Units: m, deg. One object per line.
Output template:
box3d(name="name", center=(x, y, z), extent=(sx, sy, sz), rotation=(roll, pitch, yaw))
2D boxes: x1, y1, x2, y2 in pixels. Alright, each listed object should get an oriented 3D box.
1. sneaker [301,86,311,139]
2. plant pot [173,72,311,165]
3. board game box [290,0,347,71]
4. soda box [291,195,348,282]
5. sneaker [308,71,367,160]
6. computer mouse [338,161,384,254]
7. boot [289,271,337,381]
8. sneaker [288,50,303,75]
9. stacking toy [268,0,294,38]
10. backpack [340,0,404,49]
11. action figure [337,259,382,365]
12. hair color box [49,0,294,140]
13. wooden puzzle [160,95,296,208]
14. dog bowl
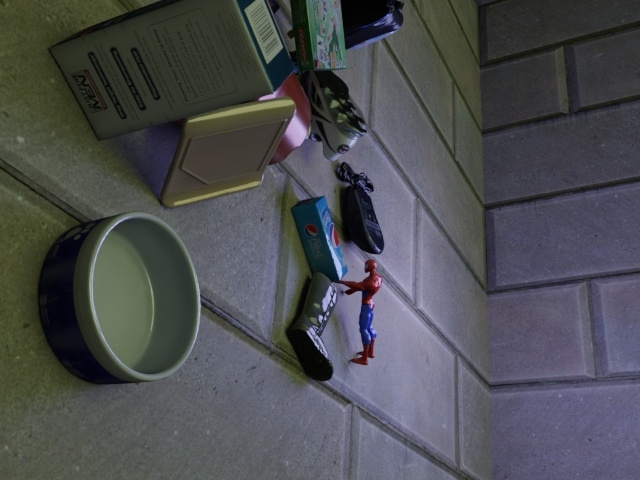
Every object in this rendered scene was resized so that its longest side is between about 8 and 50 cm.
box3d(name="sneaker", center=(-0.067, -0.323, 1.899), extent=(0.061, 0.053, 0.152), rotation=(-4, 78, -55))
box3d(name="plant pot", center=(-0.155, -0.289, 1.490), extent=(0.265, 0.272, 0.273), rotation=(43, 43, -63))
box3d(name="board game box", center=(-0.009, -0.571, 1.818), extent=(0.213, 0.046, 0.318), rotation=(-28, 113, -64))
box3d(name="soda box", center=(0.000, 0.000, 1.887), extent=(0.067, 0.071, 0.210), rotation=(-45, 121, -59))
box3d(name="sneaker", center=(0.008, -0.345, 2.006), extent=(0.122, 0.146, 0.331), rotation=(21, 36, -33))
box3d(name="computer mouse", center=(0.111, -0.075, 2.157), extent=(0.188, 0.072, 0.272), rotation=(28, 44, -56))
box3d(name="boot", center=(0.000, 0.208, 1.830), extent=(0.209, 0.076, 0.190), rotation=(-71, 145, -56))
box3d(name="sneaker", center=(-0.106, -0.440, 1.795), extent=(0.262, 0.104, 0.125), rotation=(-45, 119, -60))
box3d(name="stacking toy", center=(-0.131, -0.543, 1.757), extent=(0.167, 0.052, 0.221), rotation=(50, 29, 1))
box3d(name="backpack", center=(0.105, -0.695, 2.159), extent=(0.213, 0.276, 0.264), rotation=(11, 64, -68))
box3d(name="action figure", center=(0.089, 0.178, 2.009), extent=(0.091, 0.139, 0.281), rotation=(-31, 131, -66))
box3d(name="hair color box", center=(-0.234, -0.287, 1.192), extent=(0.174, 0.347, 0.105), rotation=(67, 29, -26))
box3d(name="wooden puzzle", center=(-0.173, -0.162, 1.365), extent=(0.220, 0.239, 0.044), rotation=(-18, 64, -32))
box3d(name="dog bowl", center=(-0.307, 0.092, 1.188), extent=(0.265, 0.104, 0.265), rotation=(32, 54, -57))
